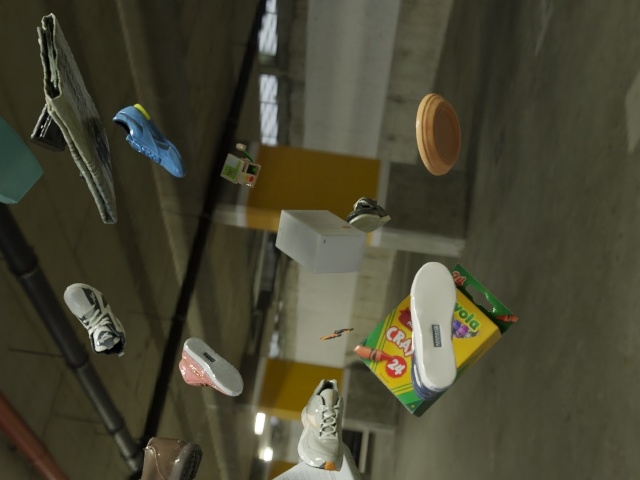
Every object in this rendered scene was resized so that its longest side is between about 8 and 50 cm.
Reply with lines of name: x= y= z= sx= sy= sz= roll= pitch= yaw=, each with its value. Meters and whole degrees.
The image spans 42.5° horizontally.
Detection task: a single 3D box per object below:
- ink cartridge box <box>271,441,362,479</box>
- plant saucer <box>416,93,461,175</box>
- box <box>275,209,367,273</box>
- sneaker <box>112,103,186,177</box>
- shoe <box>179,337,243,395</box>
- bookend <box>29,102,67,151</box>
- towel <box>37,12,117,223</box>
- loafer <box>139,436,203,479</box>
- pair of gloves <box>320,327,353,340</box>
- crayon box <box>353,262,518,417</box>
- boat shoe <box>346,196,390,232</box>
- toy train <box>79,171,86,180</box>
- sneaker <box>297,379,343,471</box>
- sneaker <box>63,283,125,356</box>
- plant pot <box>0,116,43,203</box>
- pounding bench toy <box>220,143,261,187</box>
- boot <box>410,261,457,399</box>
ink cartridge box: x=-0.031 y=0.660 z=1.821 sx=0.071 sy=0.330 sz=0.324 roll=49 pitch=-169 yaw=-43
plant saucer: x=0.294 y=-0.259 z=2.007 sx=0.200 sy=0.037 sz=0.200 roll=4 pitch=-95 yaw=-56
box: x=0.000 y=0.000 z=1.842 sx=0.170 sy=0.130 sz=0.091 roll=35 pitch=118 yaw=51
sneaker: x=-0.398 y=-0.218 z=1.908 sx=0.082 sy=0.209 sz=0.069 roll=-39 pitch=-2 yaw=-32
shoe: x=-0.243 y=0.298 z=1.817 sx=0.063 sy=0.178 sz=0.081 roll=-21 pitch=-38 yaw=-47
bookend: x=-0.685 y=-0.315 z=2.147 sx=0.157 sy=0.072 sz=0.156 roll=13 pitch=80 yaw=63
towel: x=-0.474 y=-0.233 z=1.589 sx=0.324 sy=0.056 sz=0.312 roll=78 pitch=173 yaw=-45
loafer: x=-0.380 y=0.589 z=1.857 sx=0.366 sy=0.130 sz=0.134 roll=-67 pitch=-13 yaw=13
pair of gloves: x=0.047 y=0.268 z=2.370 sx=0.083 sy=0.074 sz=0.010 roll=-20 pitch=-87 yaw=-45
crayon box: x=0.257 y=0.212 z=1.847 sx=0.318 sy=0.202 sz=0.081 roll=-45 pitch=-27 yaw=-1
boat shoe: x=0.102 y=-0.063 z=1.966 sx=0.079 sy=0.084 sz=0.233 roll=62 pitch=-163 yaw=6
toy train: x=-0.543 y=-0.219 z=1.927 sx=0.036 sy=0.027 sz=0.158 roll=24 pitch=105 yaw=60
sneaker: x=0.008 y=0.396 z=1.803 sx=0.262 sy=0.099 sz=0.121 roll=-105 pitch=29 yaw=-68
sneaker: x=-0.602 y=0.228 z=2.234 sx=0.153 sy=0.094 sz=0.235 roll=45 pitch=163 yaw=54
plant pot: x=-0.802 y=-0.203 z=1.986 sx=0.165 sy=0.234 sz=0.165 roll=1 pitch=51 yaw=57
pounding bench toy: x=-0.164 y=-0.164 z=1.780 sx=0.065 sy=0.052 sz=0.083 roll=9 pitch=-75 yaw=-51
boot: x=0.154 y=0.131 z=1.188 sx=0.086 sy=0.069 sz=0.190 roll=112 pitch=164 yaw=-63
